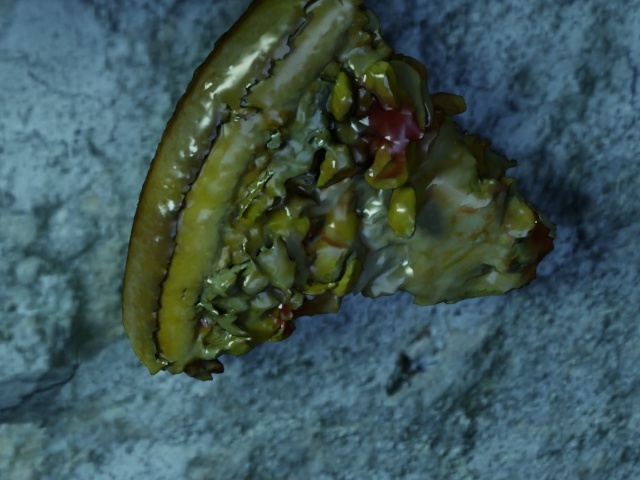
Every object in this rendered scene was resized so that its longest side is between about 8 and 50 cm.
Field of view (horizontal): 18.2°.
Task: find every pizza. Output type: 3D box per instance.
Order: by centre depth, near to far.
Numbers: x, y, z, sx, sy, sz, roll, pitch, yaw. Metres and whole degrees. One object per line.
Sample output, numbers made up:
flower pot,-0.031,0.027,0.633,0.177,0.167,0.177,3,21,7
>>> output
pizza,0.000,0.000,1.204,0.251,0.074,0.288,-44,125,9
